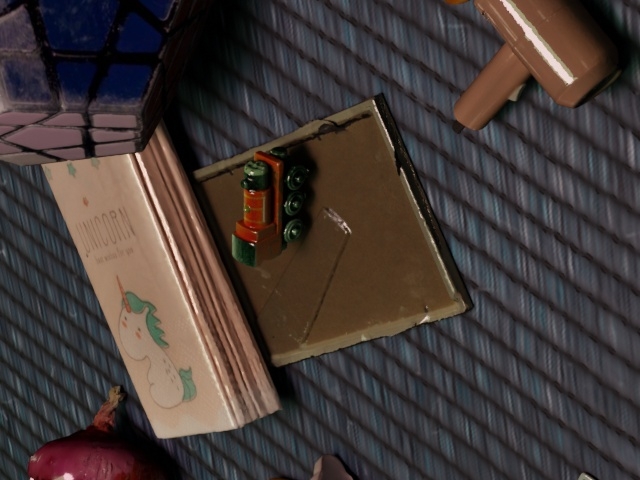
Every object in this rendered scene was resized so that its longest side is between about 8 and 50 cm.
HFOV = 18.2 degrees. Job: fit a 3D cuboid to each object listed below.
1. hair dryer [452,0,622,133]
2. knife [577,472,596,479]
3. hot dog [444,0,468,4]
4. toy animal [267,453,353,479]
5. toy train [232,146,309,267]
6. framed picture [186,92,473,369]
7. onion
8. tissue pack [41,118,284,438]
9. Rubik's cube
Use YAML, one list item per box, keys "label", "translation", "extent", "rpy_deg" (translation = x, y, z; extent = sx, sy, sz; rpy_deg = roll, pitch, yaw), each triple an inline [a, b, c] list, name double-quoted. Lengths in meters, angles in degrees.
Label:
- label: "hair dryer"
  translation: [0.151, -0.130, 1.552]
  extent: [0.117, 0.064, 0.181]
  rpy_deg: [53, 145, 10]
- label: "knife"
  translation: [0.217, 0.237, 1.696]
  extent: [0.027, 0.010, 0.096]
  rpy_deg: [38, 133, 26]
- label: "hot dog"
  translation: [0.120, -0.296, 1.487]
  extent: [0.100, 0.068, 0.249]
  rpy_deg: [40, 132, 39]
- label: "toy animal"
  translation: [-0.033, 0.291, 1.897]
  extent: [0.131, 0.127, 0.181]
  rpy_deg: [45, 124, 11]
- label: "toy train"
  translation: [-0.047, -0.032, 1.758]
  extent: [0.044, 0.064, 0.103]
  rpy_deg: [28, 128, 37]
- label: "framed picture"
  translation: [0.000, 0.000, 1.791]
  extent: [0.281, 0.019, 0.209]
  rpy_deg: [-17, 97, 48]
- label: "onion"
  translation: [-0.222, 0.218, 2.064]
  extent: [0.150, 0.150, 0.140]
  rpy_deg: [9, 79, 42]
- label: "tissue pack"
  translation: [-0.158, 0.031, 1.921]
  extent: [0.170, 0.071, 0.325]
  rpy_deg: [-18, 95, 57]
- label: "Rubik's cube"
  translation: [-0.241, -0.215, 1.742]
  extent: [0.264, 0.319, 0.319]
  rpy_deg: [-144, 42, -66]
